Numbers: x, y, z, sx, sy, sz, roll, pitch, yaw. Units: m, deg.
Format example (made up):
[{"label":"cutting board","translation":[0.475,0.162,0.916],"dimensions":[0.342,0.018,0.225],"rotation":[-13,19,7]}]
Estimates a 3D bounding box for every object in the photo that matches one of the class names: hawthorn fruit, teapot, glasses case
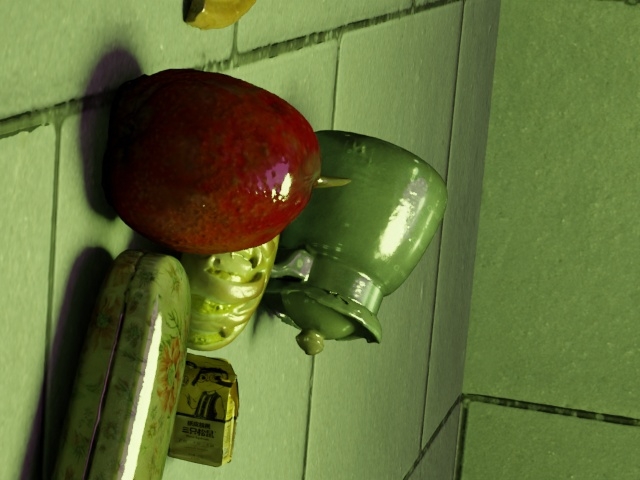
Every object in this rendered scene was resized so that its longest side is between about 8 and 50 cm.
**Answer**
[{"label":"hawthorn fruit","translation":[-0.095,-0.071,1.653],"dimensions":[0.189,0.251,0.189],"rotation":[-164,-90,-78]},{"label":"teapot","translation":[0.023,0.007,2.173],"dimensions":[0.305,0.223,0.285],"rotation":[66,41,-69]},{"label":"glasses case","translation":[-0.203,0.216,1.607],"dimensions":[0.156,0.098,0.425],"rotation":[71,29,-73]}]

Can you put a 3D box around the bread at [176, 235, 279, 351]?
[{"label":"bread","translation":[-0.104,0.021,1.804],"dimensions":[0.213,0.105,0.213],"rotation":[-164,-90,-80]}]

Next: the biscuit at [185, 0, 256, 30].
[{"label":"biscuit","translation":[-0.091,-0.336,1.830],"dimensions":[0.144,0.033,0.224],"rotation":[11,88,-59]}]

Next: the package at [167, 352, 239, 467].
[{"label":"package","translation":[-0.133,0.194,1.926],"dimensions":[0.047,0.071,0.131],"rotation":[-10,105,-69]}]
